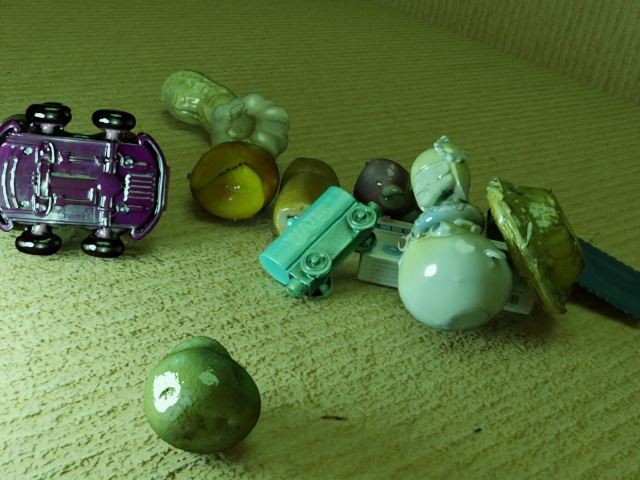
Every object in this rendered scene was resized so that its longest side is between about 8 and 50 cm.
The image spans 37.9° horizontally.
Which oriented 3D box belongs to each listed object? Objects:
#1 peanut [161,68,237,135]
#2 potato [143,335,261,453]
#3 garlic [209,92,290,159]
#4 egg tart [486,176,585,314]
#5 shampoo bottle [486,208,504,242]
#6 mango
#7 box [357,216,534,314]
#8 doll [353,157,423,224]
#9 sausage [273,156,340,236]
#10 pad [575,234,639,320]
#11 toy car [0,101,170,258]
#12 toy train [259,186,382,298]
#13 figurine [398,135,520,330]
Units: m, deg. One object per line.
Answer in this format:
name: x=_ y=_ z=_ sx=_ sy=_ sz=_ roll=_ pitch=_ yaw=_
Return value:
peanut: x=-0.288 y=-0.338 z=2.368 sx=0.305 sy=0.147 sz=0.147 roll=31 pitch=31 yaw=27
potato: x=-0.165 y=0.202 z=1.271 sx=0.157 sy=0.157 sz=0.194 roll=4 pitch=25 yaw=-15
garlic: x=-0.158 y=-0.240 z=2.231 sx=0.199 sy=0.199 sz=0.226 roll=20 pitch=-6 yaw=17
egg tart: x=0.408 y=-0.004 z=1.720 sx=0.116 sy=0.295 sz=0.295 roll=-29 pitch=21 yaw=15
shampoo bottle: x=0.422 y=-0.061 z=2.168 sx=0.057 sy=0.063 sz=0.208 roll=26 pitch=26 yaw=2
mango: x=-0.177 y=-0.142 z=1.992 sx=0.187 sy=0.138 sz=0.257 roll=-14 pitch=24 yaw=9
box: x=0.250 y=0.044 z=1.870 sx=0.343 sy=0.065 sz=0.200 roll=12 pitch=25 yaw=0
doll: x=0.197 y=-0.086 z=2.021 sx=0.255 sy=0.152 sz=0.196 roll=8 pitch=14 yaw=-35
sausage: x=-0.025 y=-0.090 z=1.977 sx=0.134 sy=0.116 sz=0.354 roll=8 pitch=23 yaw=2
pad: x=0.578 y=0.060 z=1.971 sx=0.269 sy=0.012 sz=0.269 roll=33 pitch=26 yaw=16
toy car: x=-0.462 y=-0.114 z=1.722 sx=0.340 sy=0.271 sz=0.240 roll=6 pitch=6 yaw=-19
toy train: x=0.000 y=0.000 z=1.736 sx=0.159 sy=0.101 sz=0.248 roll=31 pitch=61 yaw=25
figurine: x=0.256 y=-0.017 z=1.730 sx=0.274 sy=0.226 sz=0.394 roll=18 pitch=48 yaw=-33
